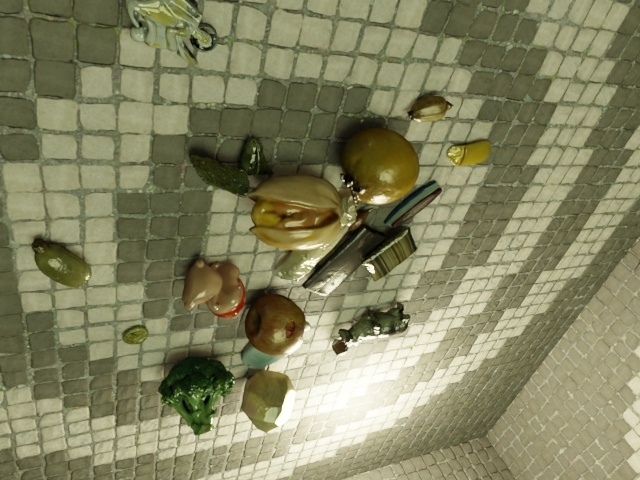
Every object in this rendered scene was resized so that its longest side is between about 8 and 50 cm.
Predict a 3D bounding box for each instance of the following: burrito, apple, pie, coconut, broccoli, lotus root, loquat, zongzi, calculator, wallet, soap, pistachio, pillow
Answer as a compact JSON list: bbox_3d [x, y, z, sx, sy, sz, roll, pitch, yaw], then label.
[{"bbox_3d":[0.000,0.000,1.695,0.117,0.076,0.392,21,119,-47],"label":"burrito"},{"bbox_3d":[-0.154,0.290,1.781,0.188,0.211,0.211,15,121,-35],"label":"apple"},{"bbox_3d":[-0.605,0.311,1.684,0.084,0.021,0.084,-19,137,-19],"label":"pie"},{"bbox_3d":[-0.215,0.640,2.048,0.197,0.237,0.237,11,136,16],"label":"coconut"},{"bbox_3d":[-0.429,0.541,1.818,0.270,0.270,0.270,-13,162,-4],"label":"broccoli"},{"bbox_3d":[0.325,-0.389,1.522,0.152,0.063,0.072,-12,107,-10],"label":"lotus root"},{"bbox_3d":[0.162,-0.209,1.483,0.243,0.244,0.244,-15,135,-16],"label":"loquat"},{"bbox_3d":[-0.162,-0.229,1.413,0.119,0.055,0.109,-5,132,-40],"label":"zongzi"},{"bbox_3d":[-0.170,0.400,1.991,0.299,0.041,0.185,-33,137,5],"label":"calculator"},{"bbox_3d":[0.089,0.079,1.823,0.321,0.044,0.170,-47,146,17],"label":"wallet"},{"bbox_3d":[0.500,-0.289,1.733,0.168,0.033,0.089,-14,132,-16],"label":"soap"},{"bbox_3d":[-0.062,-0.082,1.488,0.308,0.230,0.230,-4,131,-32],"label":"pistachio"},{"bbox_3d":[-0.690,0.063,1.365,0.090,0.077,0.183,-32,139,1],"label":"lotus root"},{"bbox_3d":[0.256,0.054,1.884,0.212,0.052,0.208,-38,152,0],"label":"pillow"}]

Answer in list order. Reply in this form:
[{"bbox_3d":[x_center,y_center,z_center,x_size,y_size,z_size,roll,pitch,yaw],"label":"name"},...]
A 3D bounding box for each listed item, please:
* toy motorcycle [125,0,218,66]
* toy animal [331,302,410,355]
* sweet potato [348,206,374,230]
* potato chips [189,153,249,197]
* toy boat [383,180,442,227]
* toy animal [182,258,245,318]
[{"bbox_3d":[-0.328,-0.461,1.088,0.151,0.074,0.228,-38,138,11],"label":"toy motorcycle"},{"bbox_3d":[0.200,0.361,2.119,0.343,0.106,0.168,-20,144,-2],"label":"toy animal"},{"bbox_3d":[0.132,-0.074,1.715,0.117,0.049,0.049,-37,137,12],"label":"sweet potato"},{"bbox_3d":[-0.261,-0.175,1.383,0.142,0.026,0.209,-3,150,16],"label":"potato chips"},{"bbox_3d":[0.321,-0.118,1.787,0.229,0.046,0.080,-37,141,4],"label":"toy boat"},{"bbox_3d":[-0.322,0.155,1.600,0.197,0.171,0.171,21,117,-38],"label":"toy animal"}]
